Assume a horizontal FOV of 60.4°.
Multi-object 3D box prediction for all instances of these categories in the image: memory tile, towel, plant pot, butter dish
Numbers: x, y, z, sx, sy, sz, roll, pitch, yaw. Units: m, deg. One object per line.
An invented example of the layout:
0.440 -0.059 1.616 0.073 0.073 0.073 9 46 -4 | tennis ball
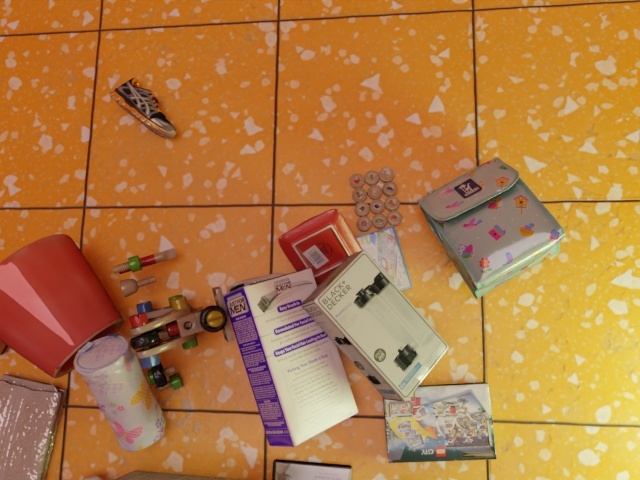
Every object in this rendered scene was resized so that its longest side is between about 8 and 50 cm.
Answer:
0.134 -0.100 1.335 0.113 0.012 0.148 -10 79 5 | memory tile
-0.733 0.476 1.329 0.187 0.049 0.282 8 82 9 | towel
-0.615 0.164 1.274 0.275 0.275 0.243 -44 88 -2 | plant pot
0.000 0.000 1.288 0.160 0.118 0.160 -28 117 9 | butter dish

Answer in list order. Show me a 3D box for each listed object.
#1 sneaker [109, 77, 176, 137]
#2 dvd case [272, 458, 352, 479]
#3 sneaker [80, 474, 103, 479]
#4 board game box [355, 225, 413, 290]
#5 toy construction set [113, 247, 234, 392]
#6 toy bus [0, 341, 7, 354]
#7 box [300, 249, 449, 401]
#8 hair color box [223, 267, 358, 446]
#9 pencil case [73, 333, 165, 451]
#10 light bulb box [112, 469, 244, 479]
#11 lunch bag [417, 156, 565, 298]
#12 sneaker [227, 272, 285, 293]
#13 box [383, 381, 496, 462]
-0.446 -0.343 1.414 0.215 0.084 0.083 39 82 12 | sneaker
-0.025 0.628 1.228 0.180 0.022 0.253 2 81 7 | dvd case
-0.604 0.662 1.229 0.114 0.152 0.305 44 87 14 | sneaker
0.146 0.052 1.300 0.104 0.026 0.154 -16 79 4 | board game box
-0.318 0.150 1.268 0.237 0.257 0.308 -19 70 -14 | toy construction set
-0.928 0.173 1.361 0.333 0.130 0.108 24 84 10 | toy bus
0.117 0.184 1.186 0.169 0.087 0.290 -42 94 -23 | box
-0.065 0.247 1.194 0.185 0.110 0.338 -13 84 -40 | hair color box
-0.439 0.339 1.213 0.124 0.113 0.273 -4 121 17 | pencil case
-0.287 0.694 1.137 0.361 0.225 0.357 1 81 11 | light bulb box
0.368 -0.042 1.225 0.223 0.160 0.262 -30 67 5 | lunch bag
-0.150 0.113 1.311 0.152 0.061 0.053 -15 77 3 | sneaker
0.259 0.402 1.218 0.233 0.044 0.159 -4 80 6 | box
